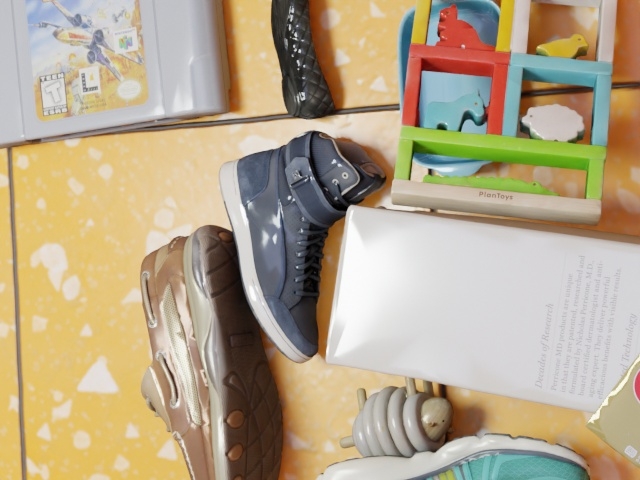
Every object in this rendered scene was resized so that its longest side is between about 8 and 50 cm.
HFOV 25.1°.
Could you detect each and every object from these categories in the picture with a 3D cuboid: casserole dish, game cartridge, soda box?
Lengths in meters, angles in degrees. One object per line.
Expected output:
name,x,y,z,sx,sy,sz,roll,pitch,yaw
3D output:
casserole dish,0.137,-0.156,1.434,0.114,0.037,0.188,-3,89,21
game cartridge,-0.246,-0.216,1.574,0.297,0.062,0.198,-7,91,21
soda box,0.289,0.091,1.136,0.058,0.061,0.181,38,102,17

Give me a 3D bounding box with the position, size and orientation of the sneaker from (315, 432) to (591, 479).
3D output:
sneaker,0.125,0.262,1.372,0.275,0.107,0.110,-14,45,10

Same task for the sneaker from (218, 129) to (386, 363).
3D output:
sneaker,-0.001,-0.001,1.459,0.163,0.086,0.226,-20,81,22

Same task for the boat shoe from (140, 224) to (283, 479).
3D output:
boat shoe,-0.121,0.151,1.496,0.116,0.123,0.324,-12,79,28

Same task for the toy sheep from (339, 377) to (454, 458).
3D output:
toy sheep,0.075,0.185,1.432,0.132,0.091,0.091,-23,82,34

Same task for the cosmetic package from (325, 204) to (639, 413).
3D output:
cosmetic package,0.222,0.065,1.307,0.385,0.217,0.156,7,92,22

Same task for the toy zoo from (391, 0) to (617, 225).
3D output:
toy zoo,0.178,-0.161,1.355,0.192,0.030,0.293,6,67,6

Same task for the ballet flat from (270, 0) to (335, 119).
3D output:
ballet flat,-0.020,-0.210,1.497,0.057,0.049,0.173,166,99,-65
